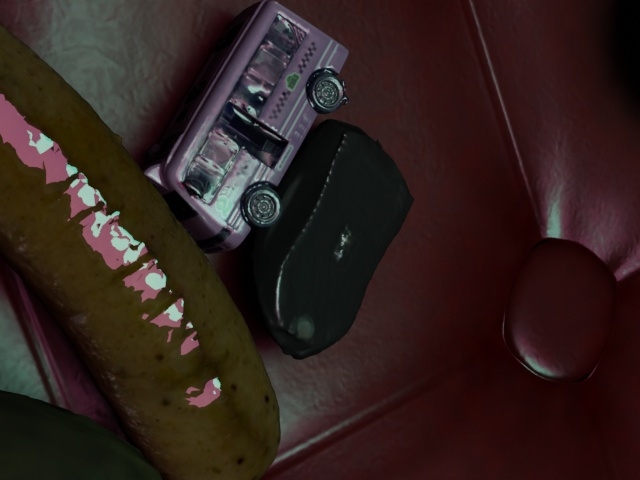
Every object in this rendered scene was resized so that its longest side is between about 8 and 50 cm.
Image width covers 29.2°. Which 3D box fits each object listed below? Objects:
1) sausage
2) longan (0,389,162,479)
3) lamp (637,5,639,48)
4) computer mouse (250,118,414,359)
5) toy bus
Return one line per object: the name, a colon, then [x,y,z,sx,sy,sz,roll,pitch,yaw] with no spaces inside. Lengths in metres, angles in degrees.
sausage: [-0.185,-0.009,0.927,0.136,0.123,0.501,-32,108,8]
longan: [-0.241,0.279,0.751,0.391,0.391,0.391,0,90,-29]
lamp: [0.431,-0.197,1.220,0.250,0.284,0.250,13,44,-13]
computer mouse: [0.000,0.000,1.054,0.122,0.073,0.217,47,60,-35]
toy bus: [-0.065,-0.092,1.006,0.108,0.096,0.199,35,72,-20]
